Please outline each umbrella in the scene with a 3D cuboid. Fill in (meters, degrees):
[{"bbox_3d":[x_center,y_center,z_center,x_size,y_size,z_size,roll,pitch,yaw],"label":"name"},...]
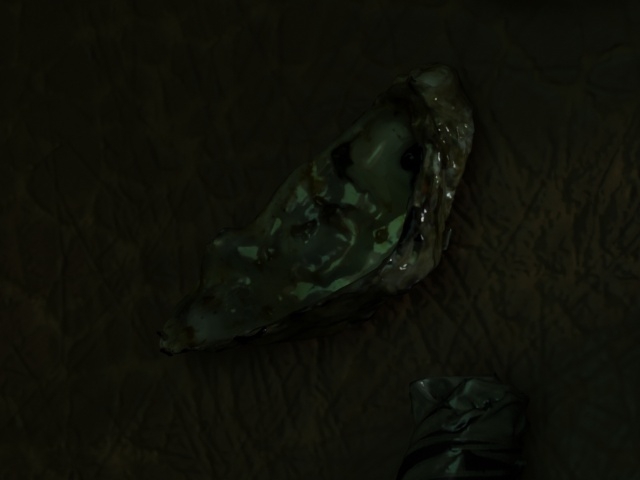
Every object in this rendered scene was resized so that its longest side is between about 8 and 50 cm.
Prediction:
[{"bbox_3d":[0.070,0.262,0.924,0.106,0.113,0.358,13,67,13],"label":"umbrella"}]

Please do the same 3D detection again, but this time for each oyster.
[{"bbox_3d":[0.001,-0.003,1.055,0.294,0.094,0.166,-30,54,22],"label":"oyster"}]
